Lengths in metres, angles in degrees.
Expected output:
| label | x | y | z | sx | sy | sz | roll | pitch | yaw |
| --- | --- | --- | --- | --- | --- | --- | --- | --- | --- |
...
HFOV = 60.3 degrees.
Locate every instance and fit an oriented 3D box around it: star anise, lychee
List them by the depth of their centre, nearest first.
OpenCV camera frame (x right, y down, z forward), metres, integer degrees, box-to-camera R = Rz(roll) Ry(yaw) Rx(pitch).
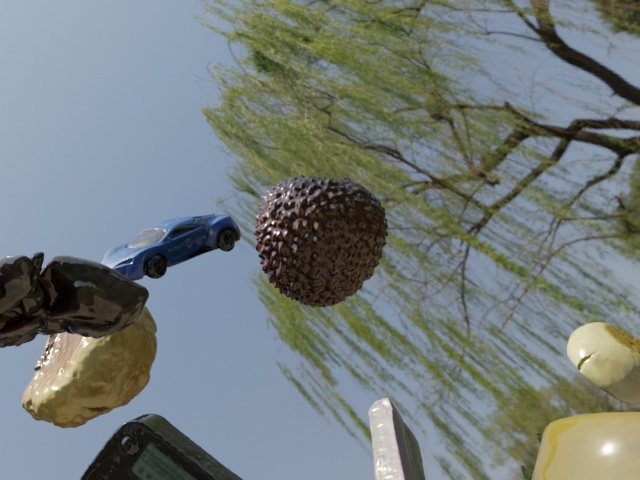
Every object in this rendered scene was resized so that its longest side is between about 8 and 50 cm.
| label | x | y | z | sx | sy | sz | roll | pitch | yaw |
| --- | --- | --- | --- | --- | --- | --- | --- | --- | --- |
| star anise | -0.277 | 0.056 | 0.423 | 0.212 | 0.129 | 0.283 | -19 | -14 | 24 |
| lychee | 0.000 | 0.000 | 0.724 | 0.188 | 0.188 | 0.188 | -20 | -49 | -26 |

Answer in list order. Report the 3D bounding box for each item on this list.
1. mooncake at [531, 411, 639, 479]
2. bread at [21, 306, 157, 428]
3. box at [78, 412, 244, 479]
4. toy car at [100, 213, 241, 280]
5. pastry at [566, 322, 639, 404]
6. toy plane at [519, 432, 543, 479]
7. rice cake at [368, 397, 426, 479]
| label | x | y | z | sx | sy | sz | roll | pitch | yaw |
| --- | --- | --- | --- | --- | --- | --- | --- | --- | --- |
| mooncake | 0.254 | 0.191 | 0.362 | 0.117 | 0.235 | 0.234 | -61 | -36 | -28 |
| bread | -0.360 | 0.190 | 0.888 | 0.244 | 0.244 | 0.134 | -50 | -56 | 3 |
| box | -0.118 | 0.363 | 0.570 | 0.211 | 0.350 | 0.058 | -55 | -7 | -5 |
| toy car | -0.212 | 0.004 | 0.776 | 0.216 | 0.103 | 0.063 | -23 | -72 | -47 |
| pastry | 0.504 | 0.207 | 0.947 | 0.156 | 0.156 | 0.092 | 6 | -67 | -41 |
| toy plane | 0.281 | 0.268 | 0.616 | 0.102 | 0.111 | 0.040 | -14 | -14 | 9 |
| rice cake | 0.117 | 0.340 | 0.770 | 0.050 | 0.298 | 0.106 | -30 | -76 | 9 |
